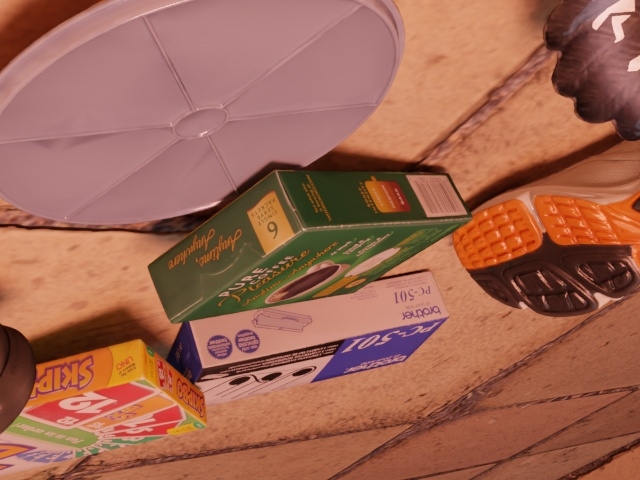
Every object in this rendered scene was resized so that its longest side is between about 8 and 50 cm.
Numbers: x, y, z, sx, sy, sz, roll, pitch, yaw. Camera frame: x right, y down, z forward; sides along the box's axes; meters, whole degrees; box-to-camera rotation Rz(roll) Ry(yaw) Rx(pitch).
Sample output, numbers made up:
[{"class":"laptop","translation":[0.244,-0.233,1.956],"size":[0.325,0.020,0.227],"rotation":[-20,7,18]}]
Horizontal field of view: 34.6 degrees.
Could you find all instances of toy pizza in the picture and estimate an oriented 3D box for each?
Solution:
[{"class":"toy pizza","translation":[-0.059,-0.066,0.466],"size":[0.201,0.032,0.201],"rotation":[-18,161,-7]}]

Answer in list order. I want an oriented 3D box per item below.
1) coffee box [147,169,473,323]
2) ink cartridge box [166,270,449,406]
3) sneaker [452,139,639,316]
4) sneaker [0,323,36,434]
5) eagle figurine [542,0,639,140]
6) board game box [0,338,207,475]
[{"class":"coffee box","translation":[0.000,0.000,0.614],"size":[0.113,0.040,0.184],"rotation":[-34,163,34]},{"class":"ink cartridge box","translation":[-0.011,0.079,0.812],"size":[0.207,0.046,0.097],"rotation":[-10,156,-24]},{"class":"sneaker","translation":[0.218,-0.029,0.707],"size":[0.262,0.099,0.121],"rotation":[-16,-159,35]},{"class":"sneaker","translation":[-0.295,0.086,0.564],"size":[0.267,0.101,0.106],"rotation":[-22,135,7]},{"class":"eagle figurine","translation":[0.266,-0.144,0.433],"size":[0.226,0.225,0.298],"rotation":[44,157,-23]},{"class":"board game box","translation":[-0.222,0.130,0.716],"size":[0.260,0.039,0.124],"rotation":[-12,153,9]}]
